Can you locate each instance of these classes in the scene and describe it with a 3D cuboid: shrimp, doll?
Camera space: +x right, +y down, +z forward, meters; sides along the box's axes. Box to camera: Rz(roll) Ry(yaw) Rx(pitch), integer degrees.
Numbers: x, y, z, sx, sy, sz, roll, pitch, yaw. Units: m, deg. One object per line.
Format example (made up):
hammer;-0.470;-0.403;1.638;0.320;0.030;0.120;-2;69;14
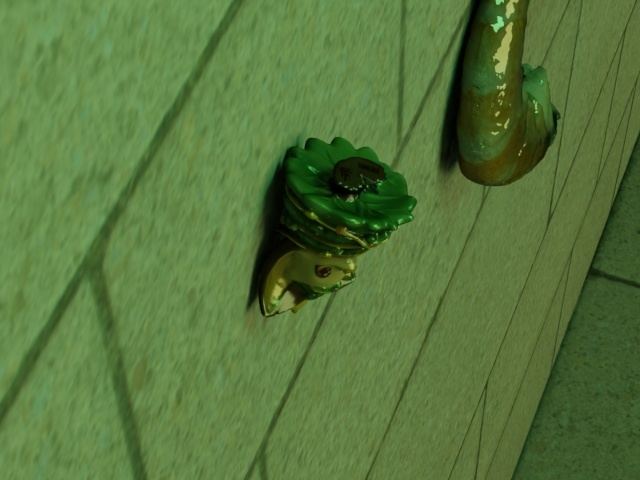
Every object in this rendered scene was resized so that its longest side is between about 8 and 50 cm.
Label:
shrimp;0.151;-0.145;1.427;0.287;0.068;0.185;76;29;-48
doll;-0.005;-0.010;0.974;0.078;0.077;0.113;-22;163;-42
